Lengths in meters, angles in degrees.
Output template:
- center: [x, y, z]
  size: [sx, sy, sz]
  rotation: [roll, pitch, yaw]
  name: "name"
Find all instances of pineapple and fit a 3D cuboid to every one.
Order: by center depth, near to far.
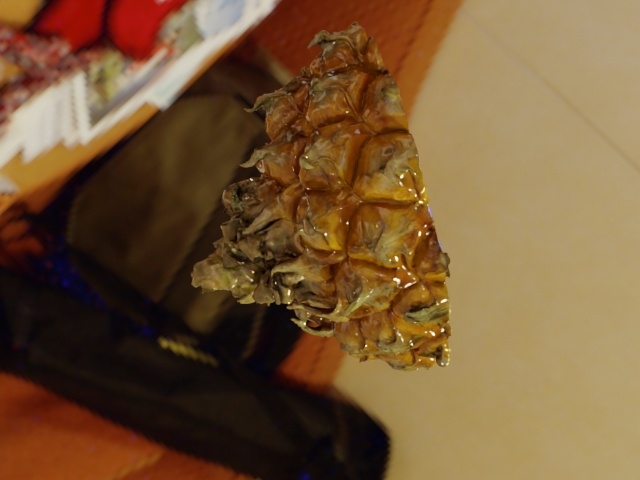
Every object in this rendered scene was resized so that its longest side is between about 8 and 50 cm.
- center: [0.000, -0.006, 1.006]
  size: [0.164, 0.250, 0.140]
  rotation: [-7, -166, -11]
  name: "pineapple"
